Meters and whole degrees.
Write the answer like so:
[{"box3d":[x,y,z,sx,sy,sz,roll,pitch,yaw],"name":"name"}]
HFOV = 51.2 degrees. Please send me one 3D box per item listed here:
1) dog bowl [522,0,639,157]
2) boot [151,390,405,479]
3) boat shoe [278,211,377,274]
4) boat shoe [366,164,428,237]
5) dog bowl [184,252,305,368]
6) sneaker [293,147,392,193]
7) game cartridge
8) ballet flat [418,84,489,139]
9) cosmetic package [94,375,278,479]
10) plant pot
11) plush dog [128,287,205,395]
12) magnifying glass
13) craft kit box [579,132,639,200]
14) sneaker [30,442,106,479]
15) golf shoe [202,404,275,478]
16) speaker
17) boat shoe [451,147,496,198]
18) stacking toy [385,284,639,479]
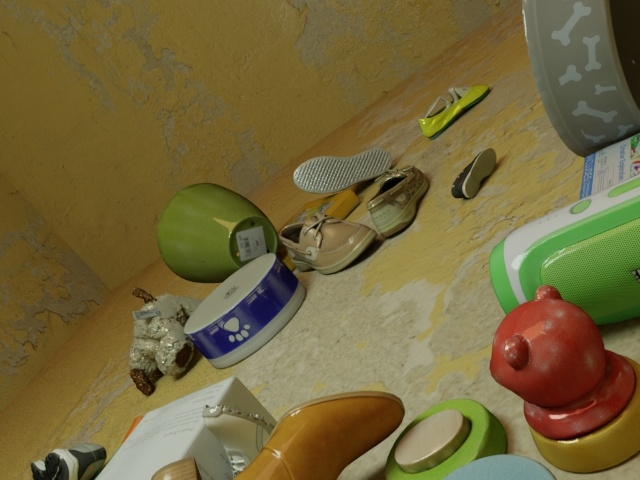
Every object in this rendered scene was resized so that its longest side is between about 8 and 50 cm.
[{"box3d":[0.414,-0.296,0.957,0.102,0.348,0.348,-6,33,43],"name":"dog bowl"},{"box3d":[-0.025,0.276,0.637,0.295,0.104,0.211,-19,37,-6],"name":"boot"},{"box3d":[0.000,0.000,1.496,0.121,0.110,0.341,-45,15,-25],"name":"boat shoe"},{"box3d":[0.167,-0.110,1.464,0.105,0.089,0.285,-33,15,26],"name":"boat shoe"},{"box3d":[-0.166,0.149,1.459,0.265,0.104,0.265,-36,14,11],"name":"dog bowl"},{"box3d":[0.048,-0.184,1.878,0.282,0.102,0.161,-11,2,-16],"name":"sneaker"},{"box3d":[-0.072,-0.004,1.816,0.324,0.052,0.285,-44,15,-25],"name":"game cartridge"},{"box3d":[0.361,-0.373,1.826,0.231,0.077,0.077,-40,13,-5],"name":"ballet flat"},{"box3d":[-0.204,0.364,0.787,0.217,0.156,0.385,-28,19,38],"name":"cosmetic package"},{"box3d":[-0.236,-0.004,1.703,0.275,0.274,0.294,-44,27,-20],"name":"plant pot"},{"box3d":[-0.402,0.247,1.644,0.225,0.211,0.262,-62,1,27],"name":"plush dog"},{"box3d":[-0.395,0.428,1.334,0.092,0.026,0.231,-35,16,15],"name":"magnifying glass"},{"box3d":[0.431,-0.081,0.788,0.247,0.061,0.250,-31,16,38],"name":"craft kit box"},{"box3d":[-0.520,0.479,1.371,0.108,0.100,0.271,-11,-16,-42],"name":"sneaker"},{"box3d":[-0.074,0.256,0.761,0.069,0.176,0.086,-18,36,47],"name":"golf shoe"},{"box3d":[0.321,0.000,0.654,0.297,0.131,0.131,-28,17,37],"name":"speaker"},{"box3d":[0.296,-0.131,1.288,0.042,0.049,0.133,-4,41,53],"name":"boat shoe"},{"box3d":[0.116,0.190,0.571,0.280,0.130,0.309,-25,19,43],"name":"stacking toy"}]
